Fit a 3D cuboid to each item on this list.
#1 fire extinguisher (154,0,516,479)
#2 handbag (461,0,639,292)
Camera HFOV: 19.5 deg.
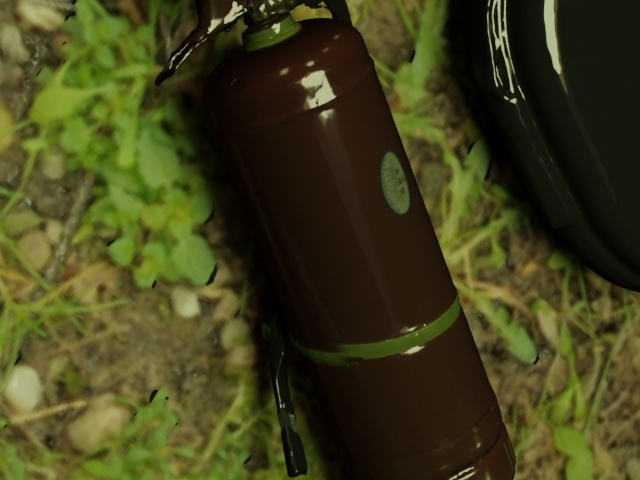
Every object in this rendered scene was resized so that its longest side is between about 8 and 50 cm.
[{"bbox_3d":[0.000,0.000,1.016,0.141,0.105,0.341,-33,112,-28],"label":"fire extinguisher"},{"bbox_3d":[0.205,-0.112,1.147,0.254,0.093,0.308,-37,111,-23],"label":"handbag"}]
